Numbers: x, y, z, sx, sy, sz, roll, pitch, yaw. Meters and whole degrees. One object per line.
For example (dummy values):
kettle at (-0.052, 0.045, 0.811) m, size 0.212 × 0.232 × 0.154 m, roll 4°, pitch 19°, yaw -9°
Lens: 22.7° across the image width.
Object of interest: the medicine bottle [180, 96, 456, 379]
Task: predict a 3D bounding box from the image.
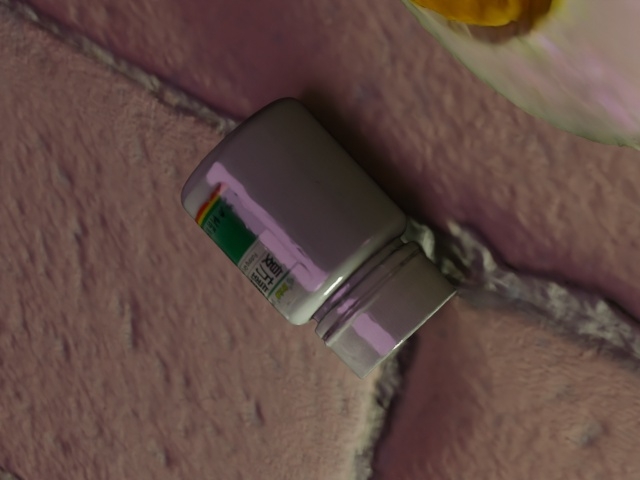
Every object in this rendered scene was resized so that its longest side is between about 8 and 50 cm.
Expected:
medicine bottle at (0.000, 0.000, 0.789) m, size 0.130 × 0.080 × 0.080 m, roll 48°, pitch 138°, yaw 6°

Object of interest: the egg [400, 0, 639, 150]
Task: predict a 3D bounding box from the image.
egg at (0.090, -0.176, 0.538) m, size 0.264 × 0.174 × 0.286 m, roll 54°, pitch 164°, yaw -7°
